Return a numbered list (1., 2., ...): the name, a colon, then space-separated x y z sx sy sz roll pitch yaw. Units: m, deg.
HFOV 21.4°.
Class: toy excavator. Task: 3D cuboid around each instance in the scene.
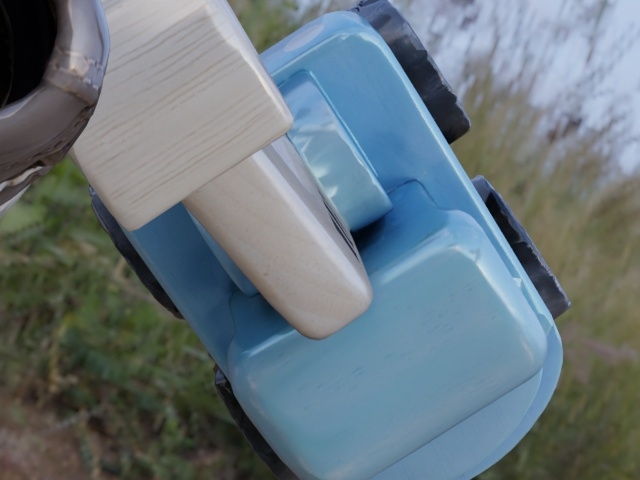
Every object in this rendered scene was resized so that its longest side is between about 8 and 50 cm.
1. toy excavator: 0.000 0.000 0.885 0.433 0.222 0.445 57 2 -22

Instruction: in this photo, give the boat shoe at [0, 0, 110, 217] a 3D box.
1. boat shoe: -0.192 -0.094 0.327 0.324 0.117 0.096 28 -15 -16
